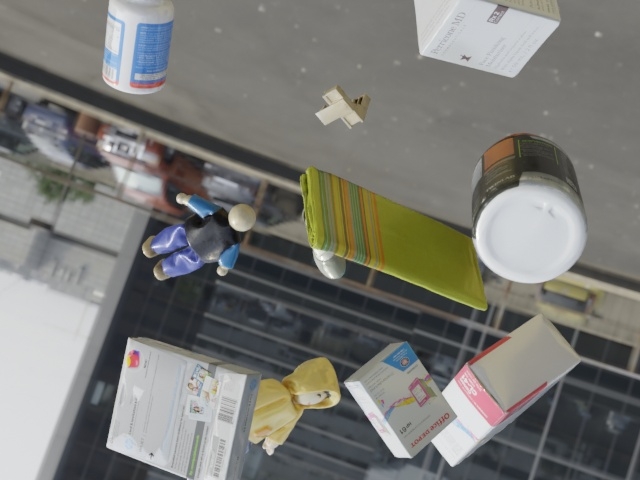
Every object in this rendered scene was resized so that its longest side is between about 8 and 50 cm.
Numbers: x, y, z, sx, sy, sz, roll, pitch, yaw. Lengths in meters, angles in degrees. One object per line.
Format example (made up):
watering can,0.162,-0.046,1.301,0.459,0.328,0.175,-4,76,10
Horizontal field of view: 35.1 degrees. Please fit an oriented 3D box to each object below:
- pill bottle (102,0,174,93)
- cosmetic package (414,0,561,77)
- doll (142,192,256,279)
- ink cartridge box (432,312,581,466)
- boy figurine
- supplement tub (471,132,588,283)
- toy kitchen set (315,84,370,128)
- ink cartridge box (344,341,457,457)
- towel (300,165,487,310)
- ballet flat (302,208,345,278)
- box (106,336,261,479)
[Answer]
pill bottle,-0.342,-0.401,1.916,0.124,0.221,0.124,11,-149,-6
cosmetic package,0.269,-0.387,1.663,0.183,0.151,0.151,9,147,-19
doll,-0.167,-0.008,1.407,0.189,0.129,0.046,-22,-174,34
ink cartridge box,0.354,0.306,2.050,0.131,0.226,0.306,52,149,16
boy figurine,-0.092,0.298,1.673,0.092,0.285,0.177,54,171,41
supplement tub,0.221,-0.043,1.089,0.117,0.117,0.190,19,-154,1
toy kitchen set,0.036,-0.256,1.880,0.068,0.075,0.083,-24,121,34
ink cartridge box,0.104,0.204,1.294,0.122,0.088,0.052,56,156,-6
towel,0.080,0.003,1.079,0.237,0.102,0.021,22,136,-31
ballet flat,0.000,0.000,2.373,0.068,0.072,0.213,43,-159,-46
box,-0.171,0.210,1.246,0.186,0.145,0.038,12,-179,28
